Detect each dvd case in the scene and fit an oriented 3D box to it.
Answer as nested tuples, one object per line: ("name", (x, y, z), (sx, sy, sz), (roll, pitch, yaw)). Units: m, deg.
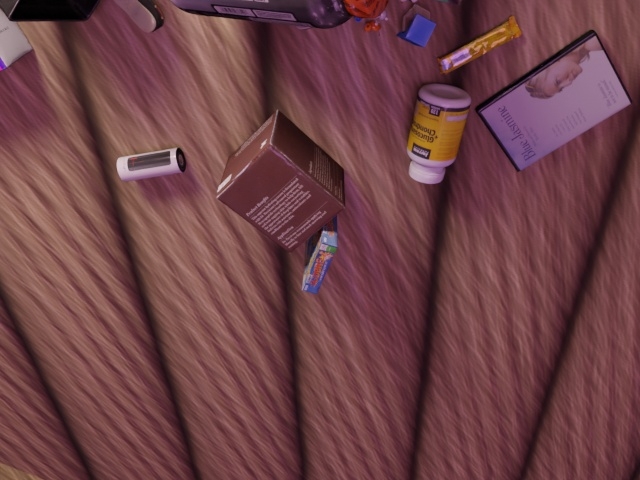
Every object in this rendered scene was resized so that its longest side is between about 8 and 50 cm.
("dvd case", (0.466, -0.271, 1.111), (0.253, 0.022, 0.180), (-33, 119, 23))

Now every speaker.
("speaker", (-0.364, -0.163, 1.191), (0.136, 0.055, 0.055), (-7, 125, 7))

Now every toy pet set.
("toy pet set", (0.135, -0.386, 0.981), (0.114, 0.065, 0.122), (18, 154, -24))

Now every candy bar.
("candy bar", (0.298, -0.367, 1.048), (0.161, 0.018, 0.040), (-25, 118, 19))

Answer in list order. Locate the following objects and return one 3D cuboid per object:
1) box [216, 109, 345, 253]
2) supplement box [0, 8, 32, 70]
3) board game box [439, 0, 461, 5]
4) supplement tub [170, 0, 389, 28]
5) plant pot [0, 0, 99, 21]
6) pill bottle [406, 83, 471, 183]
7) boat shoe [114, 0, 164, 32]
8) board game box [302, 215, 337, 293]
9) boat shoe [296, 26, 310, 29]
("box", (-0.075, -0.120, 1.144), (0.168, 0.167, 0.203), (-38, 116, 26))
("supplement box", (-0.678, -0.353, 1.026), (0.220, 0.111, 0.114), (-14, 125, 12))
("board game box", (0.110, -0.532, 0.916), (0.317, 0.046, 0.213), (9, 125, -5))
("supplement tub", (-0.066, -0.435, 0.830), (0.338, 0.207, 0.207), (14, 129, 20))
("plant pot", (-0.449, -0.482, 0.887), (0.167, 0.187, 0.188), (46, 117, -3))
("pill bottle", (0.231, -0.211, 1.110), (0.103, 0.103, 0.184), (5, 125, -2))
("boat shoe", (-0.339, -0.438, 1.000), (0.049, 0.042, 0.133), (-30, 107, 32))
("board game box", (0.000, 0.000, 1.208), (0.035, 0.201, 0.136), (16, 124, -10))
("boat shoe", (0.013, -0.418, 1.006), (0.125, 0.038, 0.046), (-28, 78, 19))
